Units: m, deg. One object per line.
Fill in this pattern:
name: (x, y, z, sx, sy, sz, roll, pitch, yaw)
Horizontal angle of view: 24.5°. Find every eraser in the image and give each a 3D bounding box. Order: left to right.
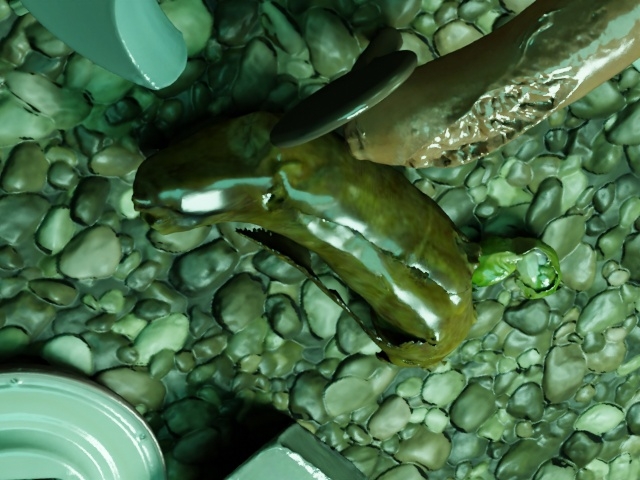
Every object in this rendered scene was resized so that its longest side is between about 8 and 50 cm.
eraser: (0.026, 0.269, 1.236, 0.111, 0.077, 0.352, -41, 122, 7)

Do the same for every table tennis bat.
table tennis bat: (-0.002, -0.146, 0.966, 0.108, 0.170, 0.119, -23, 106, 27)

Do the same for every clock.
clock: (-0.237, 0.199, 1.126, 0.244, 0.056, 0.244, -8, 121, -14)

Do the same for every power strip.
power strip: (-0.116, -0.178, 0.876, 0.168, 0.054, 0.253, 31, 149, -18)

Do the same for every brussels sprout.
brussels sprout: (0.149, 0.020, 1.152, 0.083, 0.046, 0.051, 6, 110, -20)

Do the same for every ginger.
ginger: (0.013, -0.005, 1.064, 0.133, 0.107, 0.309, -32, 127, 29)

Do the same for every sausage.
sausage: (0.162, -0.138, 0.985, 0.327, 0.087, 0.079, -34, 165, 6)

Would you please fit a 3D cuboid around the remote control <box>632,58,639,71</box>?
remote control: (0.335, -0.125, 1.117, 0.335, 0.065, 0.128, 37, 101, -31)
